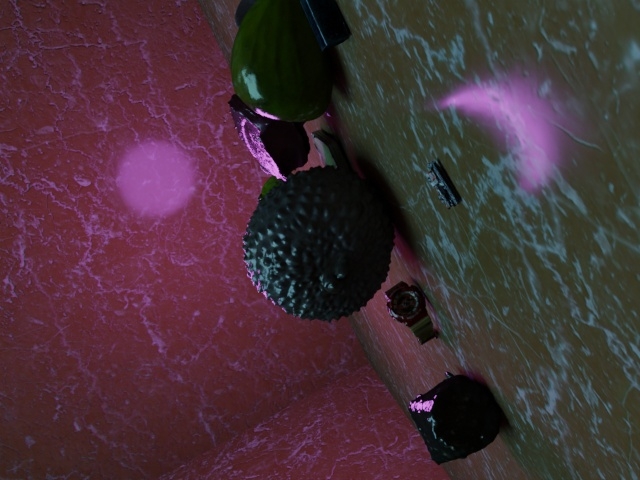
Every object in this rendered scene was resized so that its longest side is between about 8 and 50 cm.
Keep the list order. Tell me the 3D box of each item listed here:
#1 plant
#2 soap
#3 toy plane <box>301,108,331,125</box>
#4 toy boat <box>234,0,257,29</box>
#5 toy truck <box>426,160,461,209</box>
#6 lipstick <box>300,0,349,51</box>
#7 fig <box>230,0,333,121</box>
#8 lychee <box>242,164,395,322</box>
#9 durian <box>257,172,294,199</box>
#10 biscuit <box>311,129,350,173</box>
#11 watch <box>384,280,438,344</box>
[{"bbox_3d":[0.325,0.440,1.664,0.198,0.189,0.276,62,174,12],"label":"plant"},{"bbox_3d":[-0.122,-0.262,1.697,0.182,0.112,0.289,46,171,15],"label":"soap"},{"bbox_3d":[-0.081,-0.348,1.691,0.273,0.107,0.182,11,154,47],"label":"toy plane"},{"bbox_3d":[-0.131,-0.499,1.758,0.276,0.111,0.293,57,176,30],"label":"toy boat"},{"bbox_3d":[0.203,-0.093,1.116,0.083,0.024,0.032,60,151,9],"label":"toy truck"},{"bbox_3d":[-0.036,-0.503,1.219,0.312,0.051,0.051,65,175,-6],"label":"lipstick"},{"bbox_3d":[-0.080,-0.412,1.440,0.233,0.233,0.313,-159,70,-81],"label":"fig"},{"bbox_3d":[0.000,0.000,1.650,0.432,0.381,0.380,-111,-3,-62],"label":"lychee"},{"bbox_3d":[-0.032,-0.103,2.047,0.255,0.340,0.204,105,164,-46],"label":"durian"},{"bbox_3d":[0.029,-0.239,1.871,0.121,0.041,0.199,62,176,-24],"label":"biscuit"},{"bbox_3d":[0.250,0.209,1.823,0.164,0.102,0.268,56,179,36],"label":"watch"}]
